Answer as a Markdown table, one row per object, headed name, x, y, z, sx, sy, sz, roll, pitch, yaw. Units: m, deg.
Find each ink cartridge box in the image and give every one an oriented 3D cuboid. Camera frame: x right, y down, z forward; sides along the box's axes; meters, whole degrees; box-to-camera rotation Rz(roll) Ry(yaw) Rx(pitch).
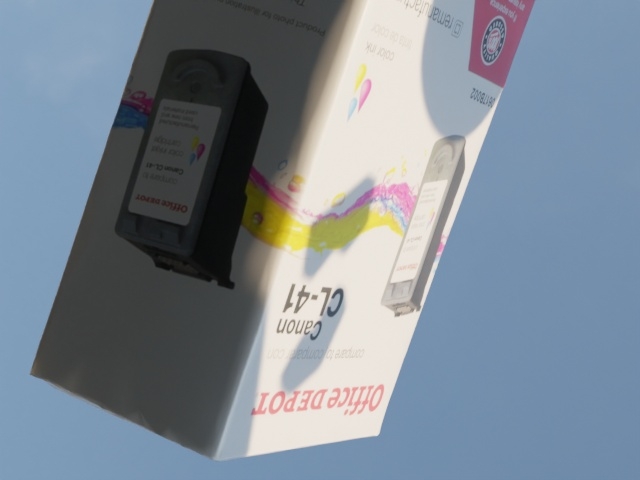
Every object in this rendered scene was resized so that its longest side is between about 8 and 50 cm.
| name | x | y | z | sx | sy | sz | roll | pitch | yaw |
| --- | --- | --- | --- | --- | --- | --- | --- | --- | --- |
| ink cartridge box | -0.010 | -0.044 | 0.834 | 0.131 | 0.226 | 0.306 | 20 | -85 | 25 |
